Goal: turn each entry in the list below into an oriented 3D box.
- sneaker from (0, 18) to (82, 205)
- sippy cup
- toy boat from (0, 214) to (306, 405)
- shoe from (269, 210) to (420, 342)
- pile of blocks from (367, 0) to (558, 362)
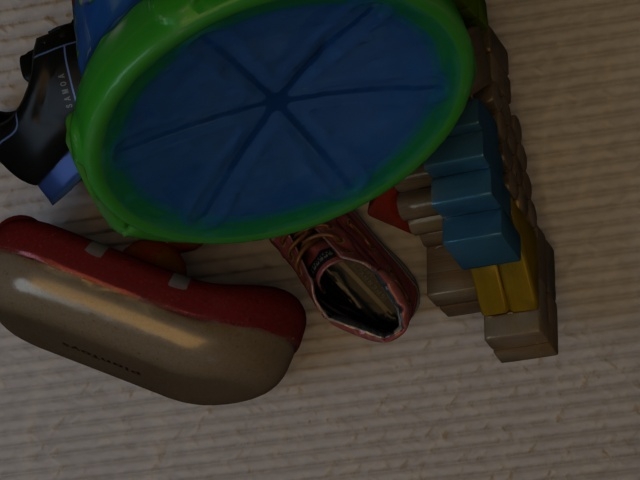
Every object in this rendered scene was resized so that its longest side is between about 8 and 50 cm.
[{"bbox_3d":[-0.150,-0.133,1.127,0.090,0.081,0.232,42,102,-7],"label":"sneaker"},{"bbox_3d":[-0.053,-0.153,0.955,0.305,0.240,0.224,-26,58,8],"label":"sippy cup"},{"bbox_3d":[-0.117,0.021,1.138,0.231,0.151,0.151,21,73,2],"label":"toy boat"},{"bbox_3d":[0.000,0.000,1.134,0.178,0.081,0.063,44,102,-3],"label":"shoe"},{"bbox_3d":[0.065,-0.082,1.078,0.112,0.149,0.362,-11,97,23],"label":"pile of blocks"}]
